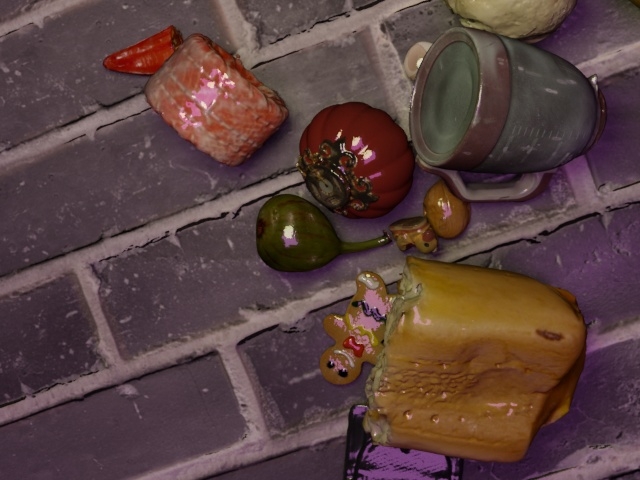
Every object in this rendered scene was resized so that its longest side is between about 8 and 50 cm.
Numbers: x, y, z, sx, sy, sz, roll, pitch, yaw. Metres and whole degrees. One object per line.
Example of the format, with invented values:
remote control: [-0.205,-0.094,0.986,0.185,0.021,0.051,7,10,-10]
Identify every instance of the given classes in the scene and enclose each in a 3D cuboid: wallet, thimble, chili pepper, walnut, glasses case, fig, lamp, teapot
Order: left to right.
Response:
chili pepper: [-0.354,-0.364,1.489,0.169,0.065,0.088,-9,94,12]
thimble: [-0.188,-0.260,1.394,0.239,0.239,0.162,42,102,1]
fig: [0.000,0.000,1.470,0.260,0.151,0.151,11,99,-21]
lamp: [0.069,-0.148,1.389,0.227,0.227,0.226,1,96,8]
wallet: [0.167,0.499,1.526,0.247,0.041,0.322,6,99,8]
walnut: [0.244,-0.058,1.446,0.091,0.052,0.121,-9,97,6]
glasses case: [0.257,-0.311,1.415,0.204,0.051,0.081,20,97,4]
teapot: [0.329,-0.191,1.318,0.312,0.233,0.314,7,131,-20]

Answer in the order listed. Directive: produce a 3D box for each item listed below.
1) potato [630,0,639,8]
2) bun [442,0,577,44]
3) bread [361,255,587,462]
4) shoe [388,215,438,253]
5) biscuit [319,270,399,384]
potato: [0.568,-0.504,1.305,0.158,0.178,0.203,27,126,20]
bun: [0.313,-0.425,1.301,0.259,0.259,0.152,31,109,3]
bread: [0.282,0.208,1.369,0.395,0.250,0.360,7,118,-6]
shoe: [0.182,-0.010,1.442,0.109,0.072,0.069,-7,114,41]
biscuit: [0.081,0.187,1.504,0.158,0.035,0.240,32,99,6]
